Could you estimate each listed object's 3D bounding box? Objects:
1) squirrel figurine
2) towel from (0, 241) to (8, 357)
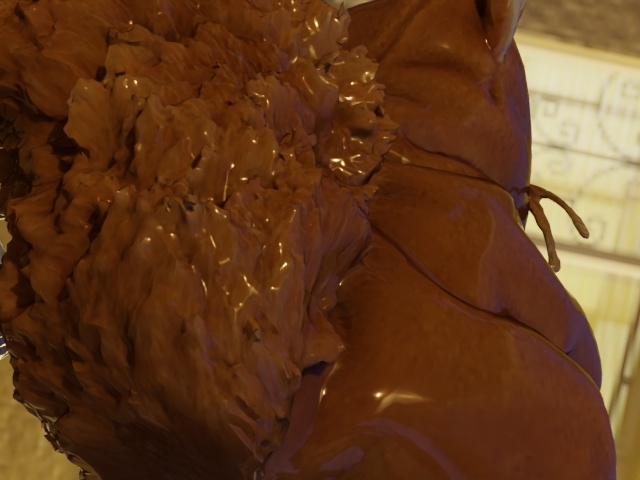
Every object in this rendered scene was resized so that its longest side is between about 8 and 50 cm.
[{"bbox_3d":[0.007,-0.013,0.800,0.397,0.281,0.370,44,45,-38],"label":"squirrel figurine"},{"bbox_3d":[-0.424,0.025,1.173,0.320,0.374,0.090,59,10,8],"label":"towel"}]
